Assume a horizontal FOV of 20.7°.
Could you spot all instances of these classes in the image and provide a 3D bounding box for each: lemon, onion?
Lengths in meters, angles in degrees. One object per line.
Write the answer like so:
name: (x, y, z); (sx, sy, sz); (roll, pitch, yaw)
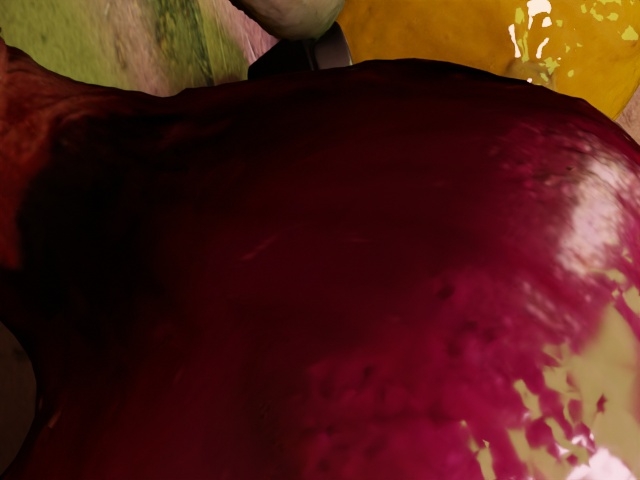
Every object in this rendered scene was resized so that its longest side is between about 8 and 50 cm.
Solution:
lemon: (0.121, -0.209, 1.443); (0.336, 0.336, 0.336); (-12, 90, -73)
onion: (-0.028, 0.040, 0.781); (0.420, 0.398, 0.398); (51, 22, -8)

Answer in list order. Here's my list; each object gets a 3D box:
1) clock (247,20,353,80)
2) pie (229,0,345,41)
clock: (-0.001, 0.000, 1.202); (0.279, 0.049, 0.273); (172, -95, -80)
pie: (-0.115, -0.177, 0.796); (0.067, 0.302, 0.302); (-62, 160, 2)
